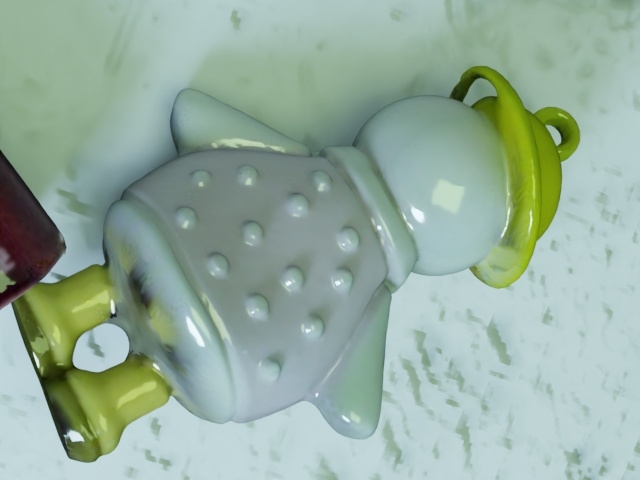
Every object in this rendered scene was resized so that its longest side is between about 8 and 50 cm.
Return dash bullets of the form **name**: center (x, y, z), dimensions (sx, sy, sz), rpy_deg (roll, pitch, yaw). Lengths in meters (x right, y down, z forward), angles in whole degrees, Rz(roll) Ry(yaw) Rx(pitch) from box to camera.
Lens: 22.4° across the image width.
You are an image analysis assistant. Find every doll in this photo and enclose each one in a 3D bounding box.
- **doll**: center (0.000, 0.000, 0.531), dimensions (0.207, 0.081, 0.129), rpy_deg (-25, 80, -19)

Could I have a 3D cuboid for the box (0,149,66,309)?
- **box**: center (-0.181, -0.052, 0.450), dimensions (0.120, 0.069, 0.224), rpy_deg (-36, 116, -10)
